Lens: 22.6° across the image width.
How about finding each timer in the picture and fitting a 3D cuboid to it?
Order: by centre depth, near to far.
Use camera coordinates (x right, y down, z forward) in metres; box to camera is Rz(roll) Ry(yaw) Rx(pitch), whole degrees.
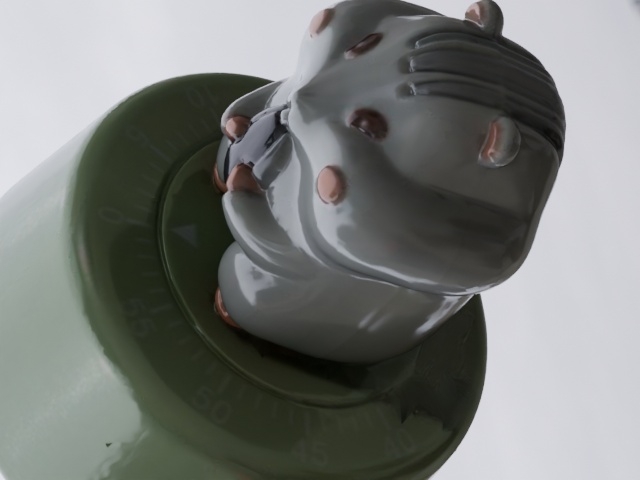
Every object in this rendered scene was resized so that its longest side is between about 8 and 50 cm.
[{"bbox_3d":[0.000,0.000,0.817,0.290,0.315,0.291,18,-128,-24],"label":"timer"}]
